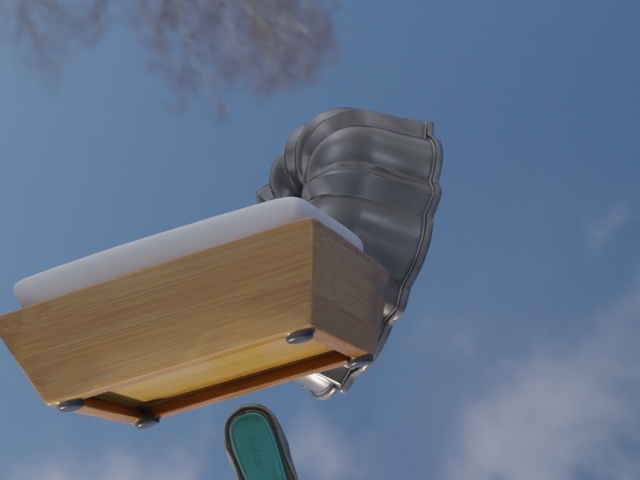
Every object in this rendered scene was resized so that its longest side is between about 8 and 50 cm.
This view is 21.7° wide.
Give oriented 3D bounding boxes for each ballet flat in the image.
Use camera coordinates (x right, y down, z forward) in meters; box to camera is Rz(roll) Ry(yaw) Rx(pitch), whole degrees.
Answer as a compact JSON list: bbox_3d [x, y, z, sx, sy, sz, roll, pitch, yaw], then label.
[{"bbox_3d":[-0.037,0.257,1.576,0.072,0.213,0.068,-16,170,3],"label":"ballet flat"}]

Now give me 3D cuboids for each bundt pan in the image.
[{"bbox_3d":[0.000,0.000,1.807,0.331,0.124,0.331,-55,-157,37],"label":"bundt pan"}]

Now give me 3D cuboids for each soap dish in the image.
[{"bbox_3d":[-0.100,0.071,1.446,0.291,0.229,0.118,-18,-107,14],"label":"soap dish"}]
